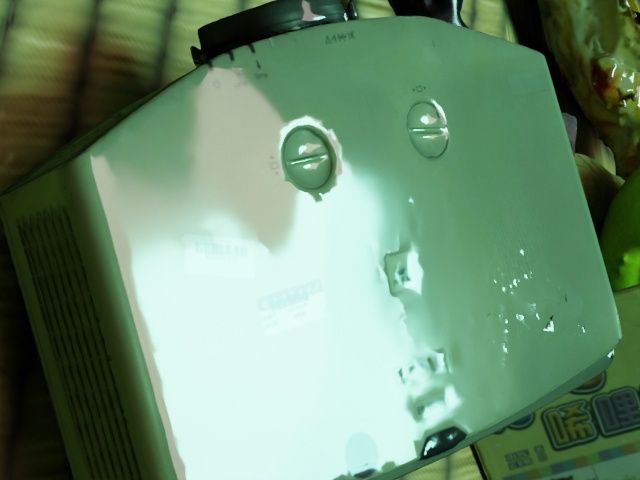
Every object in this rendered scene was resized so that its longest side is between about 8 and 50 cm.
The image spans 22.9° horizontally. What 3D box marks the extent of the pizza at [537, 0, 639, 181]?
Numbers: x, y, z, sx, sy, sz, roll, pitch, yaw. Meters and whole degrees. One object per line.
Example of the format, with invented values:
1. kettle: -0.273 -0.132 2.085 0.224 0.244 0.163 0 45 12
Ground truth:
1. pizza: 0.217 -0.108 1.120 0.297 0.071 0.189 64 15 1

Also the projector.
1. projector: 0.000 0.000 0.649 0.269 0.088 0.193 -16 91 -42

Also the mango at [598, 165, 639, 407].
1. mango: 0.217 0.027 0.947 0.100 0.119 0.178 -164 -88 -83

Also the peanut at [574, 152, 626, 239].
1. peanut: 0.157 -0.008 1.009 0.194 0.083 0.093 16 97 -54

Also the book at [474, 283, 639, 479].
1. book: 0.176 0.117 0.916 0.013 0.168 0.192 -77 147 -64

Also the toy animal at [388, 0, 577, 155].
1. toy animal: 0.047 -0.026 0.811 0.195 0.090 0.324 30 57 -25
